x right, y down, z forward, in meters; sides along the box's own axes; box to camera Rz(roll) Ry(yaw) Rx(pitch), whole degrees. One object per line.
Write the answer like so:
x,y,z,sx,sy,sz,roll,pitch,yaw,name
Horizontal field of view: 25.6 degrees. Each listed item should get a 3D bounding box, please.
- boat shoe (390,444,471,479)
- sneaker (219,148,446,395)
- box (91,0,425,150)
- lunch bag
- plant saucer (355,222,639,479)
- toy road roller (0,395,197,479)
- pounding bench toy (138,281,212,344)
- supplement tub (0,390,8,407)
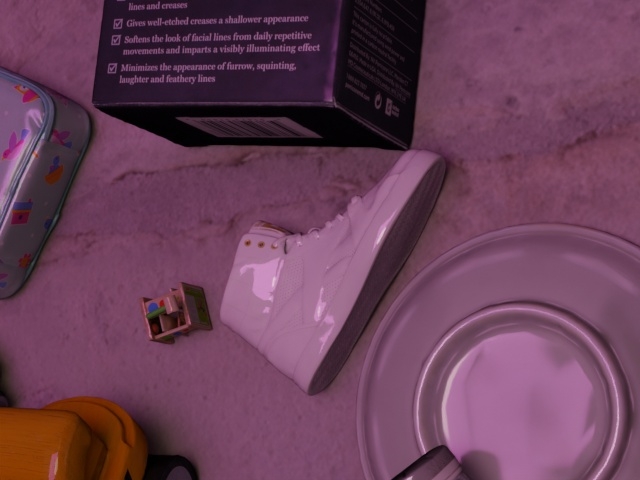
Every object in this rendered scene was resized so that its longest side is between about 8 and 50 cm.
0.051,0.321,1.393,0.103,0.118,0.320,49,126,9,boat shoe
0.000,0.000,1.517,0.169,0.108,0.292,34,97,23,sneaker
-0.053,-0.311,1.539,0.294,0.212,0.395,3,83,26,box
-0.427,-0.078,1.725,0.224,0.108,0.279,26,92,26,lunch bag
0.206,0.173,1.396,0.401,0.100,0.400,-4,80,24,plant saucer
-0.291,0.315,1.481,0.203,0.240,0.329,-1,54,25,toy road roller
-0.175,0.082,1.594,0.065,0.083,0.052,-21,73,19,pounding bench toy
-0.460,0.146,1.702,0.106,0.106,0.198,-49,65,9,supplement tub
